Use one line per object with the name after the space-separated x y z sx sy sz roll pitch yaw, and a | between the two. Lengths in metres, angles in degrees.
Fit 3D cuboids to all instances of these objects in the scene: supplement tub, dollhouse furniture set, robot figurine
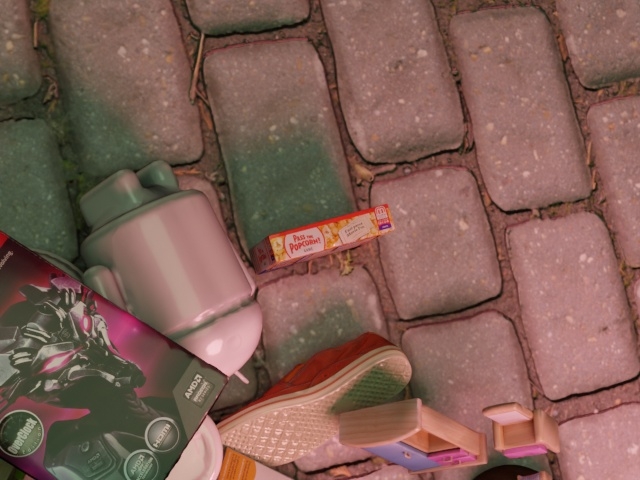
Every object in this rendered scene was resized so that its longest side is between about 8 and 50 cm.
-0.221 0.295 1.400 0.144 0.200 0.144 2 81 -15 | supplement tub
0.175 0.395 1.401 0.198 0.286 0.303 32 50 -44 | dollhouse furniture set
-0.211 0.065 1.440 0.300 0.200 0.353 -23 86 -49 | robot figurine

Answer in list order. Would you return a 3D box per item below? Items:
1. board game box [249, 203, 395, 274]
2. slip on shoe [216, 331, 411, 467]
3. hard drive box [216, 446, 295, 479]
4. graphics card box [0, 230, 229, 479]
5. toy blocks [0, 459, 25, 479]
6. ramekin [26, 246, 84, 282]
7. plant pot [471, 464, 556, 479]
0.000 0.000 1.538 0.194 0.147 0.045 -15 86 -18 | board game box
-0.023 0.243 1.523 0.331 0.101 0.123 -29 124 -7 | slip on shoe
-0.068 0.429 1.429 0.232 0.181 0.089 28 119 -10 | hard drive box
-0.329 0.172 1.248 0.371 0.094 0.232 34 74 -4 | graphics card box
-0.548 0.307 1.238 0.381 0.190 0.261 22 35 -5 | toy blocks
-0.430 0.135 1.406 0.273 0.127 0.272 3 80 -15 | ramekin
0.340 0.455 1.514 0.215 0.230 0.215 3 80 -15 | plant pot
